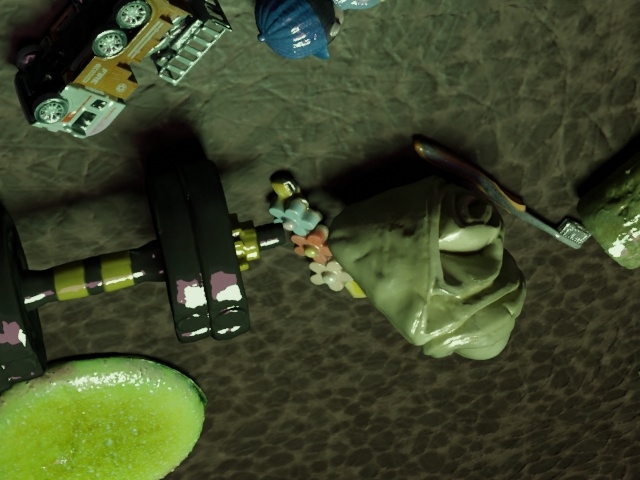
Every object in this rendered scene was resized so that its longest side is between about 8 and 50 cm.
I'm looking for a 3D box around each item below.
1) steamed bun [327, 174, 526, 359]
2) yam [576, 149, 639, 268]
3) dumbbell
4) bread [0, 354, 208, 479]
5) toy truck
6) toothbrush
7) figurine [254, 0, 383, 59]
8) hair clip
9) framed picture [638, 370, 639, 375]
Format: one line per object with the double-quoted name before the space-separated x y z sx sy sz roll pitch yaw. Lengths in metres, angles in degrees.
"steamed bun" 0.139 0.016 1.324 0.144 0.218 0.211 -46 159 27
"yam" 0.395 -0.064 1.399 0.107 0.107 0.194 24 123 -39
"dumbbell" -0.224 0.035 1.212 0.388 0.185 0.185 -13 139 -7
"bread" -0.283 0.248 1.532 0.301 0.045 0.301 -12 139 -10
"toy truck" -0.181 -0.167 1.090 0.178 0.080 0.115 -42 144 22
"toothbrush" 0.212 -0.050 1.408 0.321 0.023 0.031 23 117 -39
"figurine" 0.011 -0.221 1.106 0.149 0.087 0.086 -36 99 18
"hair clip" -0.002 0.006 1.366 0.062 0.056 0.214 -2 150 33
"framed picture" 0.614 0.180 1.814 0.260 0.023 0.189 22 125 -38
